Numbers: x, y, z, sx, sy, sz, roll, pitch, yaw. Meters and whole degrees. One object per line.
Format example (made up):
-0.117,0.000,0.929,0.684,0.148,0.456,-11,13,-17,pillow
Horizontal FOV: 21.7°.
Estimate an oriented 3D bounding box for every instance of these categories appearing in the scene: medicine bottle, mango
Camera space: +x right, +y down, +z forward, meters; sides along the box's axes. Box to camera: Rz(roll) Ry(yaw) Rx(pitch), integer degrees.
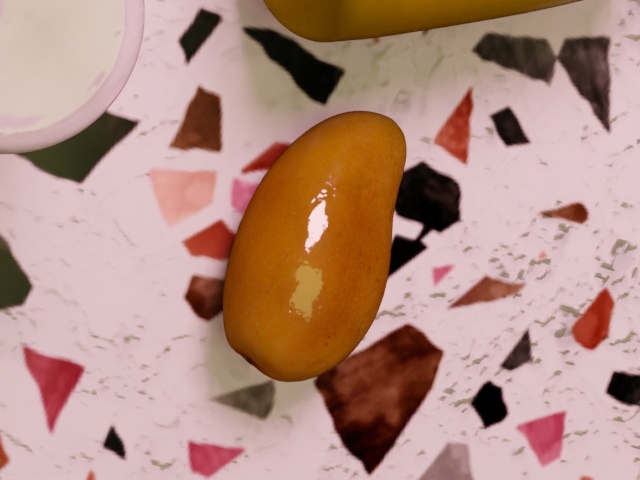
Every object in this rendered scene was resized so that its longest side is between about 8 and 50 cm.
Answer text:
-0.184,-0.124,0.877,0.139,0.237,0.139,-4,100,-21,medicine bottle
0.000,0.000,1.054,0.102,0.085,0.184,25,84,-23,mango

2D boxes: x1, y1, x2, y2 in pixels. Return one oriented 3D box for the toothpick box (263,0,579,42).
0.100,-0.217,1.010,0.271,0.175,0.175,-9,102,-23,toothpick box
